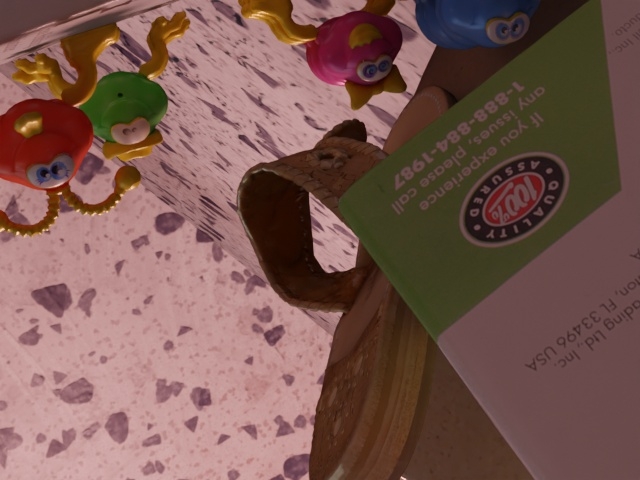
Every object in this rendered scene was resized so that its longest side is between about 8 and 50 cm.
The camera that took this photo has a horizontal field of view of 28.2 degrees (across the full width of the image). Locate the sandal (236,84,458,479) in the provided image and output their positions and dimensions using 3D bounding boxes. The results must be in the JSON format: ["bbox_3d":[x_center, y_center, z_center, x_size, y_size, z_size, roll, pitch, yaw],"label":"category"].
[{"bbox_3d":[0.003,-0.004,0.525,0.079,0.240,0.088,23,130,-12],"label":"sandal"}]

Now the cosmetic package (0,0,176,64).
[{"bbox_3d":[-0.141,-0.167,0.586,0.151,0.184,0.151,70,166,-9],"label":"cosmetic package"}]

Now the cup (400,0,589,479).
[{"bbox_3d":[0.145,0.054,0.655,0.331,0.237,0.331,35,171,7],"label":"cup"}]

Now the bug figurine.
[{"bbox_3d":[-0.034,-0.078,0.582,0.216,0.279,0.072,-136,28,-79],"label":"bug figurine"}]

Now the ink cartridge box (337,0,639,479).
[{"bbox_3d":[0.182,0.060,0.320,0.119,0.207,0.353,48,-174,-48],"label":"ink cartridge box"}]
